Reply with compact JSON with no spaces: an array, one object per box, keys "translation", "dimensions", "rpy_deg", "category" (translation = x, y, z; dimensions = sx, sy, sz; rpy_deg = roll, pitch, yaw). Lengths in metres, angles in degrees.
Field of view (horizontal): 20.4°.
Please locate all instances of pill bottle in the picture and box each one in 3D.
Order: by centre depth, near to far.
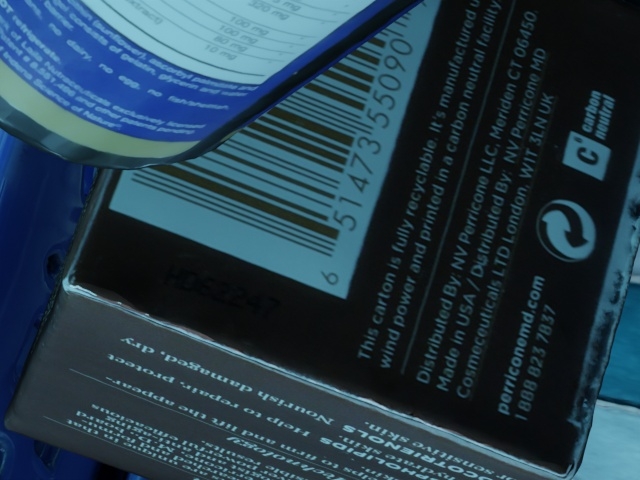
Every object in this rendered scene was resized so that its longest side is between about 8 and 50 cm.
[{"translation":[-0.004,-0.110,0.413],"dimensions":[0.122,0.123,0.219],"rpy_deg":[29,143,-26],"category":"pill bottle"}]

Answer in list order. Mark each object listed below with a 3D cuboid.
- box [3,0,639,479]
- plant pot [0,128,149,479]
[{"translation":[0.000,0.000,0.636],"dimensions":[0.167,0.168,0.203],"rpy_deg":[21,159,-8],"category":"box"},{"translation":[-0.195,0.050,0.847],"dimensions":[0.236,0.236,0.212],"rpy_deg":[4,160,31],"category":"plant pot"}]
